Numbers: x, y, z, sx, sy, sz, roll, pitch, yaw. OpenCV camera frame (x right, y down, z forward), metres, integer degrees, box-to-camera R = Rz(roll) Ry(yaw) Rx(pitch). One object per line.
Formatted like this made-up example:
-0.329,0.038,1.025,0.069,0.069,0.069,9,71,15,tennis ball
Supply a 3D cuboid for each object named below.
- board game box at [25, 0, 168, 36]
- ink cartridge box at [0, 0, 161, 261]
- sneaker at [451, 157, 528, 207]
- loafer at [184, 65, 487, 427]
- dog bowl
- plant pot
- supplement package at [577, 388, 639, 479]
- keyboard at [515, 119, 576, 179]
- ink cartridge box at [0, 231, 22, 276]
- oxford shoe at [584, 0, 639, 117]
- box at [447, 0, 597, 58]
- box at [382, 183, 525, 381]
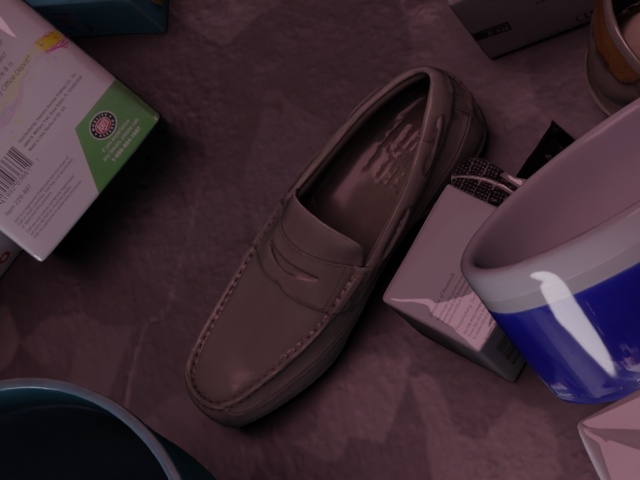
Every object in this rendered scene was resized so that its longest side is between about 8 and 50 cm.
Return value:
-0.289,-0.304,1.565,0.336,0.079,0.254,-1,74,22,board game box
-0.257,-0.109,1.436,0.212,0.093,0.154,39,92,-7,ink cartridge box
0.150,-0.028,1.320,0.109,0.044,0.040,29,83,17,sneaker
0.000,0.000,1.339,0.112,0.111,0.319,36,89,27,loafer
0.224,-0.016,1.117,0.265,0.265,0.104,-34,99,9,dog bowl
-0.154,0.254,1.246,0.271,0.255,0.272,-6,72,21,plant pot
0.296,0.166,1.070,0.177,0.293,0.175,-30,67,11,supplement package
0.230,-0.011,1.303,0.192,0.038,0.100,46,118,25,keyboard
-0.345,0.010,1.431,0.082,0.190,0.139,38,91,25,ink cartridge box
0.394,-0.186,1.231,0.449,0.130,0.169,-17,67,15,oxford shoe
0.171,-0.264,1.346,0.181,0.119,0.182,-21,69,15,box
0.117,0.032,1.289,0.087,0.101,0.102,26,84,26,box
